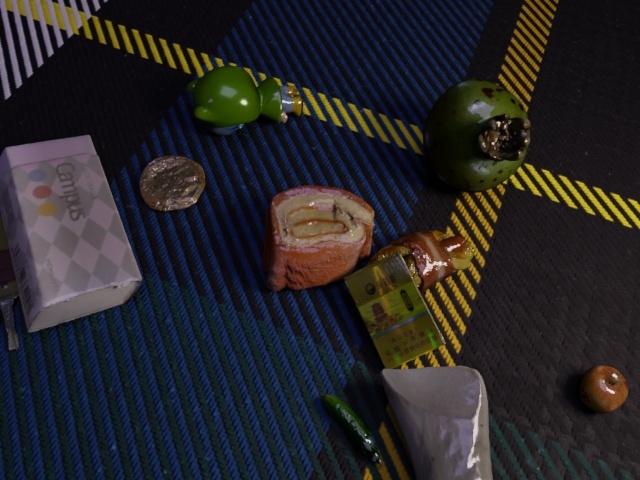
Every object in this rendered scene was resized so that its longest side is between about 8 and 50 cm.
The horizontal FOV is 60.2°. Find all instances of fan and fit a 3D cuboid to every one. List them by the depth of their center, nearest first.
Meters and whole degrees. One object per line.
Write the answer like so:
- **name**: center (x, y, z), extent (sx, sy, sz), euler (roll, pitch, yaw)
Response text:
- **fan**: center (-0.622, 0.064, 1.084), extent (0.229, 0.011, 0.335), euler (-18, 62, -16)

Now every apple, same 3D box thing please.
- **apple**: center (0.517, 0.273, 1.015), extent (0.084, 0.071, 0.084), euler (7, 54, -9)

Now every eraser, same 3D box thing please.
- **eraser**: center (-0.516, -0.033, 1.103), extent (0.213, 0.082, 0.397), euler (-16, 61, -25)

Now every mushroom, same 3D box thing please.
- **mushroom**: center (0.192, 0.404, 0.878), extent (0.177, 0.126, 0.397), euler (-2, 59, 6)

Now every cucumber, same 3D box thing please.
- **cucumber**: center (0.060, 0.327, 0.965), extent (0.037, 0.037, 0.155), euler (-34, 67, -22)

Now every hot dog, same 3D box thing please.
- **hot dog**: center (0.201, 0.037, 1.119), extent (0.261, 0.093, 0.123), euler (-25, 64, -18)

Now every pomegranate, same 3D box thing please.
- **pomegranate**: center (0.340, -0.237, 1.171), extent (0.242, 0.306, 0.242), euler (0, 77, 0)

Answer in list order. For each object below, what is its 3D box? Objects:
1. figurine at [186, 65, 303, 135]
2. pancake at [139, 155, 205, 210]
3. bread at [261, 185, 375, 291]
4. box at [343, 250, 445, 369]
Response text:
- **figurine**: center (-0.174, -0.330, 1.296), extent (0.263, 0.143, 0.162), euler (-7, 65, -21)
- **pancake**: center (-0.328, -0.125, 1.216), extent (0.151, 0.025, 0.152), euler (3, 59, -4)
- **bread**: center (-0.001, -0.011, 1.117), extent (0.244, 0.123, 0.190), euler (-7, 58, -10)
- **box**: center (0.139, 0.132, 1.045), extent (0.121, 0.030, 0.193), euler (-27, 76, 7)
